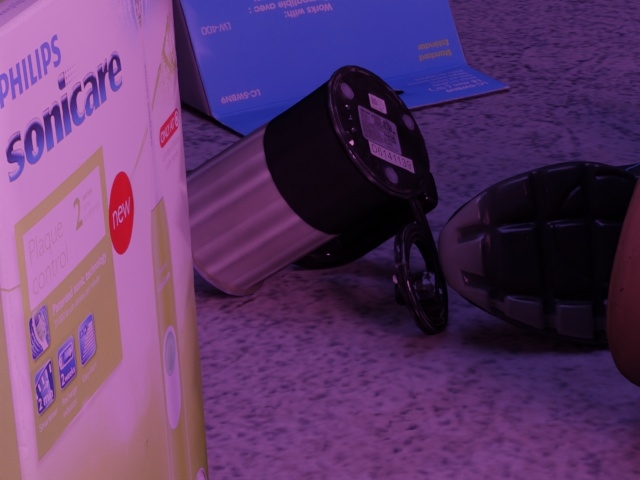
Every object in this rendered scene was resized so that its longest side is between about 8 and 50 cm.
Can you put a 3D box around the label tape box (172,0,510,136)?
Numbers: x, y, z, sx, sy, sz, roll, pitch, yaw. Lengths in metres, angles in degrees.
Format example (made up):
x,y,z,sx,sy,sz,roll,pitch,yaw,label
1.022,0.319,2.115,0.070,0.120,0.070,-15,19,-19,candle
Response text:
x,y,z,sx,sy,sz,roll,pitch,yaw,label
-0.030,-0.190,1.573,0.241,0.105,0.334,-14,22,-25,label tape box

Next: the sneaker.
x,y,z,sx,sy,sz,roll,pitch,yaw,label
0.192,0.002,1.052,0.267,0.101,0.106,-4,2,-10,sneaker

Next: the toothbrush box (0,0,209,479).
x,y,z,sx,sy,sz,roll,pitch,yaw,label
-0.127,0.039,0.689,0.122,0.283,0.206,0,19,12,toothbrush box

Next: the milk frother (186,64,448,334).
x,y,z,sx,sy,sz,roll,pitch,yaw,label
0.000,0.000,1.067,0.135,0.129,0.143,-32,37,33,milk frother

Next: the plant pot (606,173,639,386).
x,y,z,sx,sy,sz,roll,pitch,yaw,label
0.292,0.001,0.840,0.229,0.263,0.263,30,34,26,plant pot
